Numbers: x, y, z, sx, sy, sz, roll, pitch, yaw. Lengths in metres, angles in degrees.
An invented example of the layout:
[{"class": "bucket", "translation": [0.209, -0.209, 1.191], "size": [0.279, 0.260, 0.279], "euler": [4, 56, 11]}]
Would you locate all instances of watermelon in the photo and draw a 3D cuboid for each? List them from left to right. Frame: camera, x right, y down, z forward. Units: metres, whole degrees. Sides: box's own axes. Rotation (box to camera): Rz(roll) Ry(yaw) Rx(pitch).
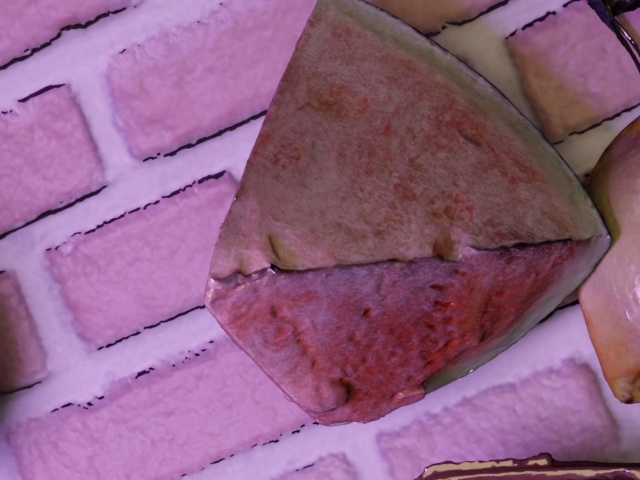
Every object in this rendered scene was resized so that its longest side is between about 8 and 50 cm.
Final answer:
[{"class": "watermelon", "translation": [-0.003, -0.019, 1.250], "size": [0.283, 0.292, 0.250], "euler": [-51, 45, 18]}]

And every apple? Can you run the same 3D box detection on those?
[{"class": "apple", "translation": [0.286, -0.023, 1.239], "size": [0.265, 0.120, 0.193], "euler": [-28, 75, 11]}]

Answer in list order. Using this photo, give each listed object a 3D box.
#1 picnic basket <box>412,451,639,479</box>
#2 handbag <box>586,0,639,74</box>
[{"class": "picnic basket", "translation": [0.197, 0.259, 1.263], "size": [0.297, 0.129, 0.222], "euler": [0, 91, 13]}, {"class": "handbag", "translation": [0.219, -0.176, 1.254], "size": [0.072, 0.115, 0.139], "euler": [-16, 104, 7]}]
